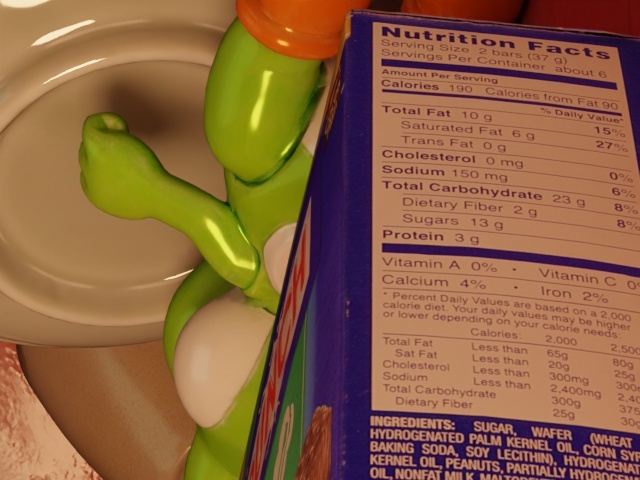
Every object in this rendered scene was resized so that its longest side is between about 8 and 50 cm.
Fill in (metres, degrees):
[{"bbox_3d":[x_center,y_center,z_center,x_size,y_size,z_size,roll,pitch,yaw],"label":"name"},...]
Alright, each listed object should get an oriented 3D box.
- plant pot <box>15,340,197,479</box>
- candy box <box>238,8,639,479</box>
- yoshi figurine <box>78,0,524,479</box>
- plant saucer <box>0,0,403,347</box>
[{"bbox_3d":[-0.098,0.125,1.585,0.274,0.257,0.256,-124,40,-58],"label":"plant pot"},{"bbox_3d":[0.038,0.118,0.652,0.317,0.122,0.268,-87,7,-52],"label":"candy box"},{"bbox_3d":[-0.016,-0.013,1.067,0.203,0.204,0.362,-34,-37,-58],"label":"yoshi figurine"},{"bbox_3d":[-0.112,-0.057,1.151,0.100,0.401,0.400,-110,24,-46],"label":"plant saucer"}]
